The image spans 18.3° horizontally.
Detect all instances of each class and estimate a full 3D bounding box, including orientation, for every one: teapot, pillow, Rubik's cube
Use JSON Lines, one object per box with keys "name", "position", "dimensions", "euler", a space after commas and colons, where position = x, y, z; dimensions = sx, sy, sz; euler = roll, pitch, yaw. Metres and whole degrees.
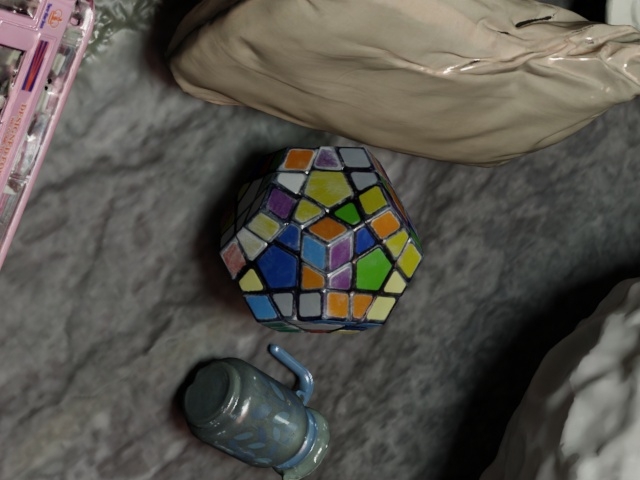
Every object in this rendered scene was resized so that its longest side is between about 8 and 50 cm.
{"name": "teapot", "position": [-0.037, 0.092, 1.091], "dimensions": [0.049, 0.063, 0.083], "euler": [-34, 138, 21]}
{"name": "pillow", "position": [0.055, -0.090, 1.002], "dimensions": [0.270, 0.173, 0.067], "euler": [10, 69, -38]}
{"name": "Rubik's cube", "position": [0.000, 0.000, 1.038], "dimensions": [0.093, 0.111, 0.111], "euler": [31, 91, -13]}

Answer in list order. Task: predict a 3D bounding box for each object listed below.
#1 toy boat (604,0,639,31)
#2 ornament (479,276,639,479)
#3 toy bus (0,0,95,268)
{"name": "toy boat", "position": [0.285, -0.139, 1.163], "dimensions": [0.269, 0.141, 0.141], "euler": [-16, 120, -46]}
{"name": "ornament", "position": [0.261, 0.175, 1.163], "dimensions": [0.337, 0.337, 0.337], "euler": [-15, 119, -30]}
{"name": "toy bus", "position": [-0.175, -0.044, 0.912], "dimensions": [0.090, 0.063, 0.203], "euler": [12, 105, -42]}
